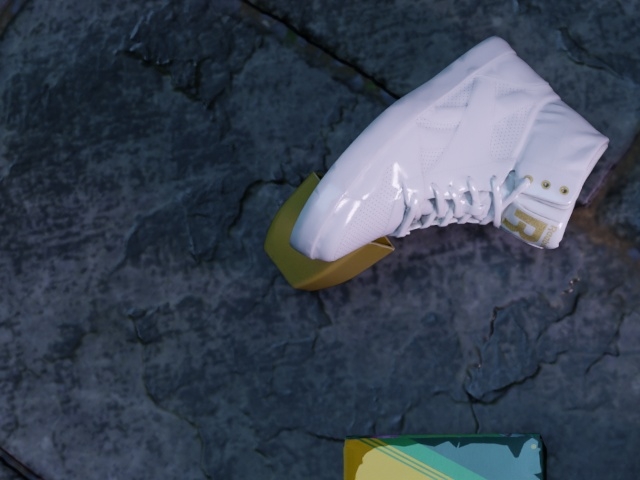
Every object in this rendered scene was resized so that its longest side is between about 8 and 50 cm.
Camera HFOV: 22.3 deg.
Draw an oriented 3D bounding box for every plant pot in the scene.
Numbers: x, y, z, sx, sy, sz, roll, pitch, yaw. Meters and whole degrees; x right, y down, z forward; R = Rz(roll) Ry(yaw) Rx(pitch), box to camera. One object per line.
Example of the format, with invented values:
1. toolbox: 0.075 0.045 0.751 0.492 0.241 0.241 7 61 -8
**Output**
1. plant pot: 0.000 0.000 1.419 0.083 0.081 0.081 -41 73 13

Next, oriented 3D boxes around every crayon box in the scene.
1. crayon box: 0.104 0.300 1.326 0.165 0.081 0.278 -2 77 10

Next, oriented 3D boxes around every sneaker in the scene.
1. sneaker: 0.122 -0.043 1.343 0.169 0.108 0.292 42 58 14
